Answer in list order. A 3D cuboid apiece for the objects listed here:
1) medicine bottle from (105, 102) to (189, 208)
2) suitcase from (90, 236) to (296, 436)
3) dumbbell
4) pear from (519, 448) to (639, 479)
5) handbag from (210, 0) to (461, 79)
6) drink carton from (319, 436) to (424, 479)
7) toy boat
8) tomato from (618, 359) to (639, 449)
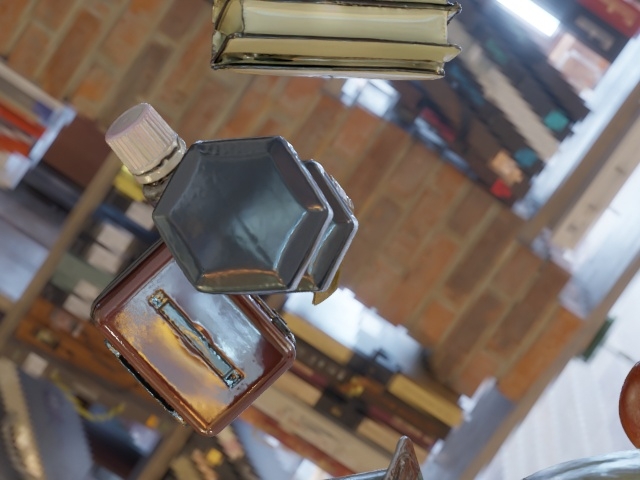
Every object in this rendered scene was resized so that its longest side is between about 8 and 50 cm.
[{"bbox_3d":[-0.163,-0.065,1.719,0.083,0.203,0.083,-31,-155,16],"label":"medicine bottle"},{"bbox_3d":[-0.204,0.146,2.393,0.236,0.297,0.161,-44,-171,-1],"label":"suitcase"},{"bbox_3d":[-0.055,-0.017,1.453,0.325,0.160,0.144,10,78,-83],"label":"dumbbell"},{"bbox_3d":[0.317,0.377,1.520,0.352,0.413,0.352,-8,90,-76],"label":"pear"},{"bbox_3d":[0.019,-0.328,2.281,0.237,0.358,0.160,150,-59,-77],"label":"handbag"},{"bbox_3d":[0.042,0.390,1.968,0.189,0.191,0.185,-14,-165,13],"label":"drink carton"},{"bbox_3d":[0.000,0.000,2.233,0.057,0.077,0.200,-102,-158,-63],"label":"toy boat"},{"bbox_3d":[0.605,0.285,2.512,0.184,0.208,0.208,-57,-177,27],"label":"tomato"}]
